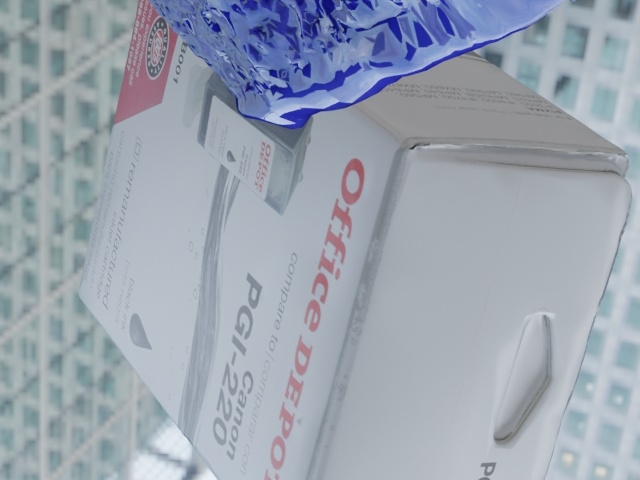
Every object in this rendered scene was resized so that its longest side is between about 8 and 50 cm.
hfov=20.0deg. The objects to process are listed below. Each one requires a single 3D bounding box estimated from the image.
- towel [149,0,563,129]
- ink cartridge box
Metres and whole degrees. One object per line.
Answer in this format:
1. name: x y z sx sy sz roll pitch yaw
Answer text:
1. towel: -0.067 -0.153 0.332 0.308 0.227 0.076 47 -113 -10
2. ink cartridge box: 0.000 0.000 0.655 0.092 0.158 0.218 2 -157 -31
